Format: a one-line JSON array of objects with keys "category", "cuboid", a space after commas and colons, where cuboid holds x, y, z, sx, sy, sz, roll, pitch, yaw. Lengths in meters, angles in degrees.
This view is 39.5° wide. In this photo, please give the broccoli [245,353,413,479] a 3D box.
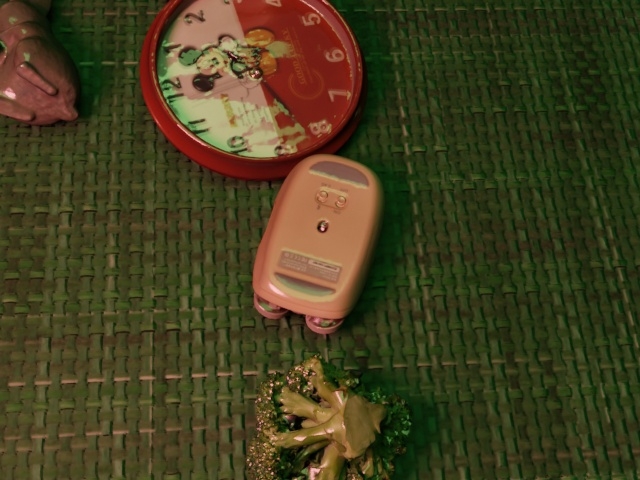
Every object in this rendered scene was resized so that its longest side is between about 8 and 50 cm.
[{"category": "broccoli", "cuboid": [0.010, 0.220, 0.999, 0.195, 0.156, 0.196, 15, 65, -34]}]

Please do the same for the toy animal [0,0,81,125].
[{"category": "toy animal", "cuboid": [-0.406, -0.270, 1.236, 0.125, 0.127, 0.251, -18, 52, 0]}]

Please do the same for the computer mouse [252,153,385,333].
[{"category": "computer mouse", "cuboid": [0.000, 0.000, 1.137, 0.145, 0.082, 0.237, 15, 66, 2]}]

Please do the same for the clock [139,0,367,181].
[{"category": "clock", "cuboid": [-0.090, -0.230, 1.239, 0.318, 0.080, 0.319, 3, 73, -10]}]
